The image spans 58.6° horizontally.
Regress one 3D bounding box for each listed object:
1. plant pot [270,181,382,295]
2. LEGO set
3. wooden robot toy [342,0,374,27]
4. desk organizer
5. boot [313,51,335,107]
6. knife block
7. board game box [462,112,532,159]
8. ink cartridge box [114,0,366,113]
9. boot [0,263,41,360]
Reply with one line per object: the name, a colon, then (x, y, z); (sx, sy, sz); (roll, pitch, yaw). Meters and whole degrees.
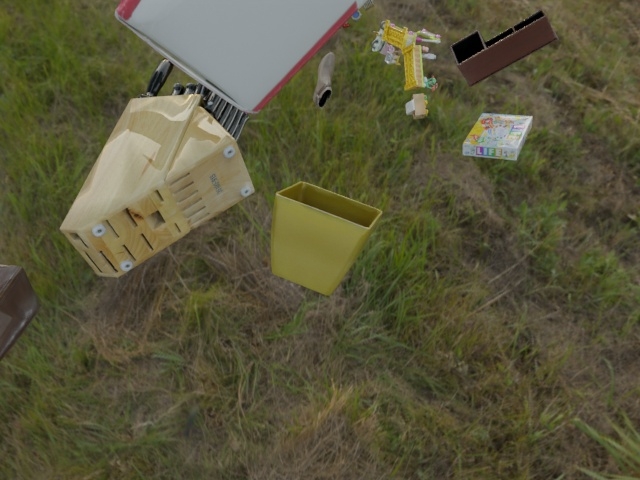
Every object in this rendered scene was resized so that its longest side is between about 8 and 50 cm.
plant pot: (0.000, 0.000, 1.295); (0.212, 0.187, 0.212); (20, 17, 9)
LEGO set: (0.222, -0.408, 1.300); (0.107, 0.132, 0.287); (-4, 54, -25)
wooden robot toy: (0.062, -0.633, 1.577); (0.173, 0.079, 0.076); (-9, 97, 7)
desk organizer: (0.251, -0.274, 0.790); (0.130, 0.050, 0.047); (-26, 55, 25)
boot: (0.014, -0.378, 1.364); (0.042, 0.118, 0.087); (8, 40, -17)
knife block: (-0.203, -0.115, 0.701); (0.276, 0.088, 0.242); (-35, 52, -15)
board game box: (0.356, -0.211, 1.144); (0.103, 0.026, 0.154); (10, 38, 25)
ink cartridge box: (-0.024, -0.284, 0.455); (0.131, 0.226, 0.306); (30, 38, -29)
boot: (-0.213, 0.048, 0.298); (0.037, 0.106, 0.114); (4, 57, 32)
